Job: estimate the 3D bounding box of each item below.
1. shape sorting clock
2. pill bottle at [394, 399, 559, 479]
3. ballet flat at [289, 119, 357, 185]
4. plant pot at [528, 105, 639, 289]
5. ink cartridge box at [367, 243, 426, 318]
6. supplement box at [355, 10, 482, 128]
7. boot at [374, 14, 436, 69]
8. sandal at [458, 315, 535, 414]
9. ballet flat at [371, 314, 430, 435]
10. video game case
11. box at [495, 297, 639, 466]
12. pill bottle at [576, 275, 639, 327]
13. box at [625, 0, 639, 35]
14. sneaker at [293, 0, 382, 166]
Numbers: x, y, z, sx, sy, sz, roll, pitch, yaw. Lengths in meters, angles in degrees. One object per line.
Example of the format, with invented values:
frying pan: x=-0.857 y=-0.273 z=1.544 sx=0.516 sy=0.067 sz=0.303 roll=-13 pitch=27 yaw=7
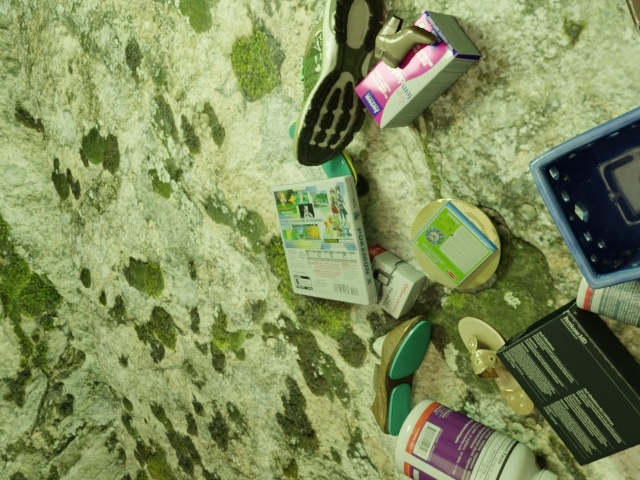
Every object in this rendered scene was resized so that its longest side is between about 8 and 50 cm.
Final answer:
shape sorting clock: x=0.291 y=0.007 z=1.175 sx=0.206 sy=0.040 sz=0.207 roll=13 pitch=113 yaw=32
pill bottle: x=0.338 y=0.495 z=1.188 sx=0.322 sy=0.181 sz=0.182 roll=19 pitch=114 yaw=33
ballet flat: x=0.022 y=-0.214 z=1.301 sx=0.231 sy=0.077 sz=0.077 roll=46 pitch=129 yaw=18
plant pot: x=0.514 y=-0.085 z=0.859 sx=0.235 sy=0.212 sz=0.236 roll=-29 pitch=85 yaw=41
ink cartridge box: x=0.160 y=0.097 z=1.290 sx=0.150 sy=0.063 sz=0.109 roll=35 pitch=122 yaw=27
supplement box: x=0.195 y=-0.341 z=1.105 sx=0.220 sy=0.113 sz=0.111 roll=-42 pitch=75 yaw=40
boot: x=0.157 y=-0.369 z=1.033 sx=0.118 sy=0.042 sz=0.087 roll=41 pitch=130 yaw=26
sandal: x=0.371 y=0.275 z=1.163 sx=0.088 sy=0.079 sz=0.240 roll=-43 pitch=75 yaw=38
ballet flat: x=0.178 y=0.314 z=1.326 sx=0.124 sy=0.116 sz=0.343 roll=35 pitch=128 yaw=49
video game case: x=0.000 y=0.000 z=1.348 sx=0.329 sy=0.036 sz=0.300 roll=1 pitch=106 yaw=56
box: x=0.503 y=0.269 z=1.042 sx=0.261 sy=0.103 sz=0.184 roll=55 pitch=132 yaw=13
pill bottle: x=0.557 y=0.097 z=0.945 sx=0.180 sy=0.108 sz=0.108 roll=20 pitch=114 yaw=33
box: x=0.466 y=-0.369 z=0.700 sx=0.143 sy=0.191 sz=0.382 roll=-21 pitch=50 yaw=39
sneaker: x=0.012 y=-0.371 z=1.227 sx=0.182 sy=0.157 sz=0.411 roll=28 pitch=104 yaw=54
